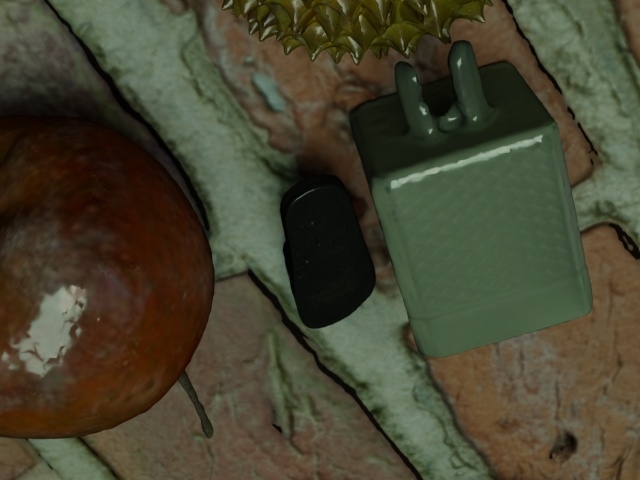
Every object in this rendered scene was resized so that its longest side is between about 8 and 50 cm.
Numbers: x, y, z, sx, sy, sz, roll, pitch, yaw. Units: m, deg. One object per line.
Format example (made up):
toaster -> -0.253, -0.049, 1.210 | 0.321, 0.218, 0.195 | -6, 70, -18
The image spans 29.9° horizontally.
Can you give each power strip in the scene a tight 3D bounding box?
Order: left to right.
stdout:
power strip -> 0.104, -0.048, 0.894 | 0.139, 0.140, 0.224 | -16, 118, 4

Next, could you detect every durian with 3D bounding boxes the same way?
durian -> 0.030, -0.192, 0.829 | 0.260, 0.154, 0.186 | -15, 144, 11

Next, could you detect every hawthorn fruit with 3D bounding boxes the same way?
hawthorn fruit -> -0.189, 0.023, 0.871 | 0.231, 0.263, 0.235 | 27, 106, 17

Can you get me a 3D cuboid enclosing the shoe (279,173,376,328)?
shoe -> 0.000, 0.000, 0.959 | 0.071, 0.049, 0.179 | -21, 142, -7
